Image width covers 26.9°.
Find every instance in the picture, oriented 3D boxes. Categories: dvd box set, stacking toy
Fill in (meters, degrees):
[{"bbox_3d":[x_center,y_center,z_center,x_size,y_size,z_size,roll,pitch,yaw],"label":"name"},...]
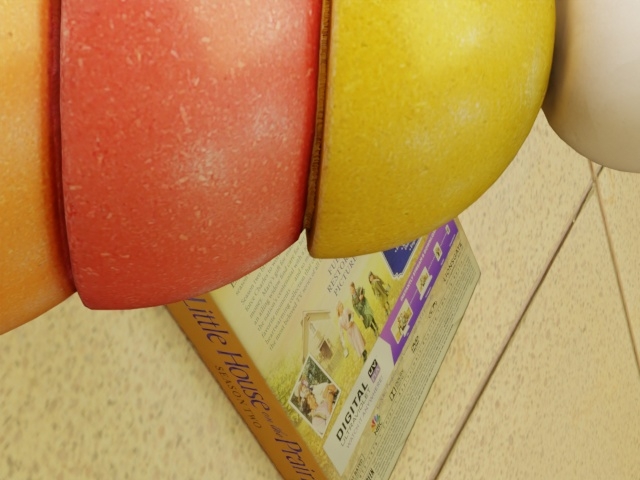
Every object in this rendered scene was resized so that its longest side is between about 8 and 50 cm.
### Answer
[{"bbox_3d":[0.000,0.000,1.103,0.307,0.062,0.420,-62,141,-33],"label":"dvd box set"},{"bbox_3d":[-0.019,-0.103,0.612,0.350,0.480,0.350,-179,-90,-85],"label":"stacking toy"}]
